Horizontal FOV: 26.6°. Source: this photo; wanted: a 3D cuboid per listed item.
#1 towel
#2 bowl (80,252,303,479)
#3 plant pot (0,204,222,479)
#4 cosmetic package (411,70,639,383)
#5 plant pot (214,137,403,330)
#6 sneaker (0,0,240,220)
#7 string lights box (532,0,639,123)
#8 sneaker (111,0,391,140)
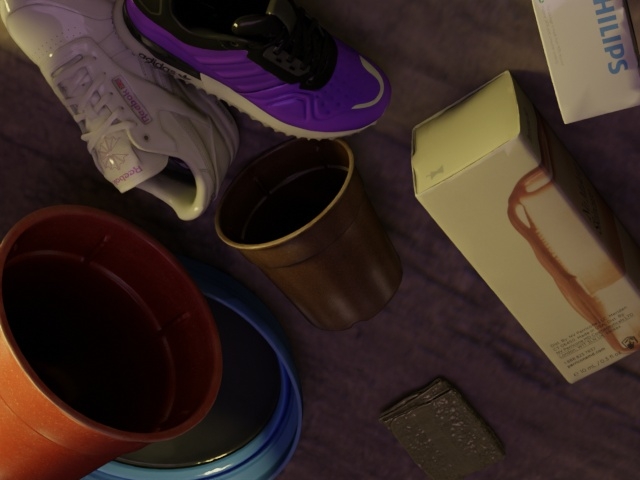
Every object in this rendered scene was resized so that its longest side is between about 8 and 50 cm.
[{"bbox_3d":[0.153,0.240,1.684,0.110,0.027,0.148,-31,116,22],"label":"towel"},{"bbox_3d":[-0.213,0.176,1.641,0.391,0.077,0.391,2,125,4],"label":"bowl"},{"bbox_3d":[-0.292,0.146,1.438,0.272,0.272,0.265,37,127,-19],"label":"plant pot"},{"bbox_3d":[0.232,-0.012,1.430,0.129,0.153,0.296,-32,118,22],"label":"cosmetic package"},{"bbox_3d":[0.000,0.000,1.460,0.167,0.167,0.165,-22,127,19],"label":"plant pot"},{"bbox_3d":[-0.201,-0.143,1.363,0.114,0.152,0.305,-29,122,34],"label":"sneaker"},{"bbox_3d":[0.230,-0.230,1.213,0.076,0.260,0.133,-13,122,13],"label":"string lights box"},{"bbox_3d":[-0.049,-0.190,1.311,0.293,0.102,0.146,19,158,-18],"label":"sneaker"}]
